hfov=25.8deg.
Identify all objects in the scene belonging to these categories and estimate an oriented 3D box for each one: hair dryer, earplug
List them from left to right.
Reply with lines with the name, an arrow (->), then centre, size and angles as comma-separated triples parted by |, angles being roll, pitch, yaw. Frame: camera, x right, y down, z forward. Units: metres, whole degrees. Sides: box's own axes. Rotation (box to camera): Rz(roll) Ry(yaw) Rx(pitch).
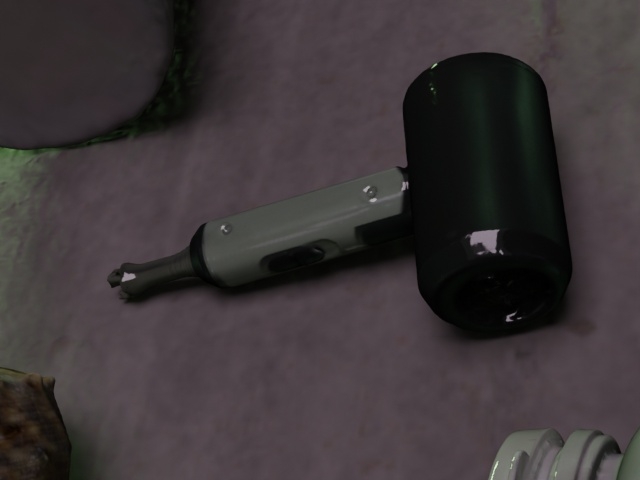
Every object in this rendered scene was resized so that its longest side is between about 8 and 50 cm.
earplug -> -0.126, -0.208, 0.700 | 0.172, 0.172, 0.301 | -6, 46, 18
hair dryer -> 0.000, 0.000, 0.553 | 0.198, 0.057, 0.100 | -16, 49, 21

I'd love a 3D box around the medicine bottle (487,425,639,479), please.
medicine bottle -> 0.143, 0.096, 0.372 | 0.191, 0.107, 0.107 | 1, 54, 23

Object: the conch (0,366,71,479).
conch -> -0.165, 0.121, 0.506 | 0.155, 0.130, 0.207 | -23, 65, 50
